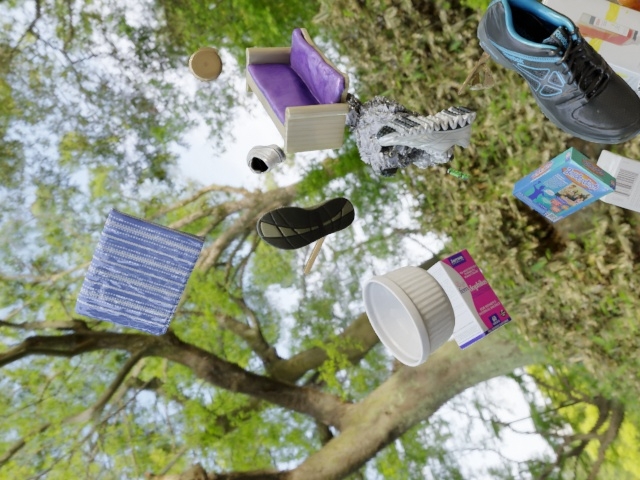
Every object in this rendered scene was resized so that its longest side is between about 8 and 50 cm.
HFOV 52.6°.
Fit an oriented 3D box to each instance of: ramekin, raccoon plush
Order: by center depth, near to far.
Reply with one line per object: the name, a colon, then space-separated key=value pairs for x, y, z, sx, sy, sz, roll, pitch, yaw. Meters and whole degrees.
ramekin: x=0.192 y=0.152 z=1.379 sx=0.207 sy=0.109 sz=0.207 roll=48 pitch=154 yaw=34
raccoon plush: x=0.240 y=-0.393 z=2.048 sx=0.299 sy=0.216 sz=0.446 roll=-20 pitch=-111 yaw=-47

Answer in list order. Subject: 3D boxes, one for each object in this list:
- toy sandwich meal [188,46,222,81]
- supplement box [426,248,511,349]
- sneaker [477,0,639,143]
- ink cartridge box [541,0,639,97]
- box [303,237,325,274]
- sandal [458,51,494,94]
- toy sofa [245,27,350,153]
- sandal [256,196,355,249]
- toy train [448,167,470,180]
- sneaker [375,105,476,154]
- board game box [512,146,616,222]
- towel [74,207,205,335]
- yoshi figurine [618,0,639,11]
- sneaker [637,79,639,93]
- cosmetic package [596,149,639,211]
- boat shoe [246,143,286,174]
toy sandwich meal: x=-0.266 y=-0.407 z=1.502 sx=0.085 sy=0.085 sz=0.029 roll=65 pitch=171 yaw=-2
supplement box: x=0.372 y=0.151 z=1.684 sx=0.111 sy=0.114 sz=0.220 roll=-22 pitch=-107 yaw=-34
sneaker: x=0.412 y=-0.291 z=1.103 sx=0.341 sy=0.125 sz=0.139 roll=39 pitch=180 yaw=6
ink cartridge box: x=0.753 y=-0.512 z=1.754 sx=0.384 sy=0.160 sz=0.279 roll=24 pitch=-178 yaw=9
box: x=0.000 y=0.000 z=2.020 sx=0.021 sy=0.201 sz=0.164 roll=25 pitch=-171 yaw=-1
sandal: x=0.493 y=-0.496 z=1.950 sx=0.079 sy=0.088 sz=0.240 roll=32 pitch=-132 yaw=4
toy sofa: x=-0.066 y=-0.375 z=1.569 sx=0.362 sy=0.150 sz=0.177 roll=-120 pitch=28 yaw=-46
sandal: x=-0.040 y=-0.045 z=1.806 sx=0.302 sy=0.086 sz=0.120 roll=-13 pitch=-86 yaw=-31
toy train: x=0.496 y=-0.237 z=2.330 sx=0.024 sy=0.083 sz=0.017 roll=-56 pitch=-20 yaw=-36
sneaker: x=0.293 y=-0.286 z=1.784 sx=0.110 sy=0.292 sz=0.118 roll=-124 pitch=26 yaw=-57
board game box: x=0.649 y=-0.144 z=1.735 sx=0.160 sy=0.210 sz=0.047 roll=31 pitch=-124 yaw=-15
towel: x=-0.459 y=0.089 z=1.639 sx=0.243 sy=0.336 sz=0.040 roll=19 pitch=-152 yaw=-20
yoshi figurine: x=0.941 y=-0.610 z=2.053 sx=0.203 sy=0.362 sz=0.203 roll=26 pitch=-174 yaw=-12
sneaker: x=0.707 y=-0.347 z=1.382 sx=0.170 sy=0.068 sz=0.071 roll=15 pitch=-114 yaw=-64
cosmetic package: x=0.988 y=-0.193 z=2.103 sx=0.184 sy=0.151 sz=0.151 roll=-70 pitch=-4 yaw=-73
boat shoe: x=-0.211 y=-0.271 z=2.259 sx=0.096 sy=0.088 sz=0.267 roll=57 pitch=157 yaw=-21
